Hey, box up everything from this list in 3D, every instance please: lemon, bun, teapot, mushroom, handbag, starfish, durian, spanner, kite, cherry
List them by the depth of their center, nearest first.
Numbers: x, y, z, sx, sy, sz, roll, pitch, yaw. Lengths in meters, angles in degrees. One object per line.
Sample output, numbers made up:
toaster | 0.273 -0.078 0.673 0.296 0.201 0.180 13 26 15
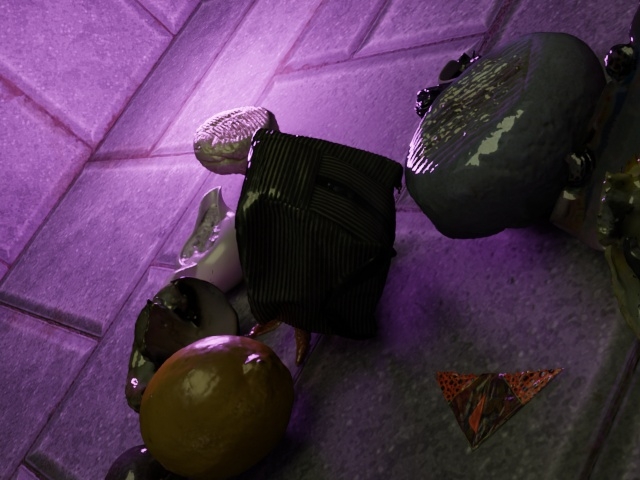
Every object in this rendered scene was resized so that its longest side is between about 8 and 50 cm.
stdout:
spanner | 0.375 0.118 0.925 0.015 0.255 0.054 -14 1 -24
durian | 0.400 0.012 0.971 0.172 0.166 0.307 -4 94 34
kite | 0.223 0.230 1.164 0.222 0.008 0.125 -12 49 46
bun | 0.284 -0.147 1.290 0.362 0.211 0.362 -39 17 14
handbag | 0.000 0.000 1.350 0.240 0.341 0.247 8 54 6
lemon | -0.170 0.273 1.395 0.263 0.236 0.236 -5 51 41
cherry | -0.307 0.436 1.471 0.176 0.140 0.176 -32 46 41
starfish | -0.029 0.088 1.559 0.301 0.084 0.294 -11 46 37
mushroom | -0.274 0.212 1.647 0.164 0.189 0.267 -18 65 61
teapot | -0.238 0.036 1.824 0.208 0.166 0.300 -7 39 32
bun | -0.196 -0.229 2.076 0.220 0.134 0.220 -10 38 8

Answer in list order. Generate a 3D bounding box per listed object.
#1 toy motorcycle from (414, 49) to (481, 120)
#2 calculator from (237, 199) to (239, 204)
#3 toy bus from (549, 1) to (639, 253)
toy motorcycle | 0.291 -0.292 1.584 0.263 0.091 0.157 2 49 50
calculator | -0.097 -0.082 1.814 0.174 0.032 0.100 11 36 30
toy bus | 0.412 -0.136 1.083 0.138 0.112 0.317 44 130 44
